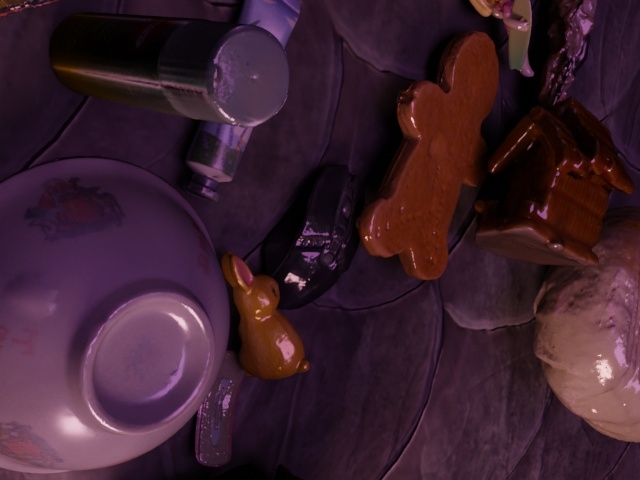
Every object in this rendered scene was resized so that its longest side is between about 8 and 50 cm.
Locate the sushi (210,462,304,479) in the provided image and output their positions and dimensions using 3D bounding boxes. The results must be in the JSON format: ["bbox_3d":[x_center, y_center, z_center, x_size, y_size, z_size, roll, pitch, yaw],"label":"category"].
[{"bbox_3d":[-0.066,0.421,1.030,0.299,0.294,0.281,-27,119,-33],"label":"sushi"}]

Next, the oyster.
[{"bbox_3d":[0.372,-0.337,1.341,0.128,0.078,0.345,22,86,-63],"label":"oyster"}]

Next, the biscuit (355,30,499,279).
[{"bbox_3d":[0.150,-0.118,1.215,0.216,0.047,0.340,31,75,-50],"label":"biscuit"}]

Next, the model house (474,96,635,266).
[{"bbox_3d":[0.308,-0.086,1.262,0.199,0.219,0.229,24,79,-32],"label":"model house"}]

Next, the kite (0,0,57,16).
[{"bbox_3d":[-0.379,-0.220,0.769,0.321,0.016,0.234,-28,119,-32],"label":"kite"}]

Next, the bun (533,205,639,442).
[{"bbox_3d":[0.467,0.132,1.452,0.365,0.219,0.365,5,82,-40],"label":"bun"}]

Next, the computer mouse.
[{"bbox_3d":[0.000,0.000,1.122,0.106,0.062,0.192,36,80,-41],"label":"computer mouse"}]

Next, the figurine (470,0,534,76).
[{"bbox_3d":[0.243,-0.301,1.235,0.083,0.083,0.187,-40,124,-25],"label":"figurine"}]

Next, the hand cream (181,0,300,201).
[{"bbox_3d":[-0.090,-0.168,1.012,0.088,0.055,0.256,28,77,-46],"label":"hand cream"}]

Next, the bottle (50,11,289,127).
[{"bbox_3d":[-0.140,-0.153,0.809,0.082,0.286,0.082,-13,111,-38],"label":"bottle"}]

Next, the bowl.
[{"bbox_3d":[-0.204,0.096,0.915,0.345,0.157,0.346,-12,109,-37],"label":"bowl"}]

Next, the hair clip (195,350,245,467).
[{"bbox_3d":[-0.118,0.198,1.102,0.054,0.022,0.137,15,83,-42],"label":"hair clip"}]

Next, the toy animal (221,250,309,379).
[{"bbox_3d":[-0.068,0.080,1.070,0.070,0.083,0.159,-37,116,-43],"label":"toy animal"}]
